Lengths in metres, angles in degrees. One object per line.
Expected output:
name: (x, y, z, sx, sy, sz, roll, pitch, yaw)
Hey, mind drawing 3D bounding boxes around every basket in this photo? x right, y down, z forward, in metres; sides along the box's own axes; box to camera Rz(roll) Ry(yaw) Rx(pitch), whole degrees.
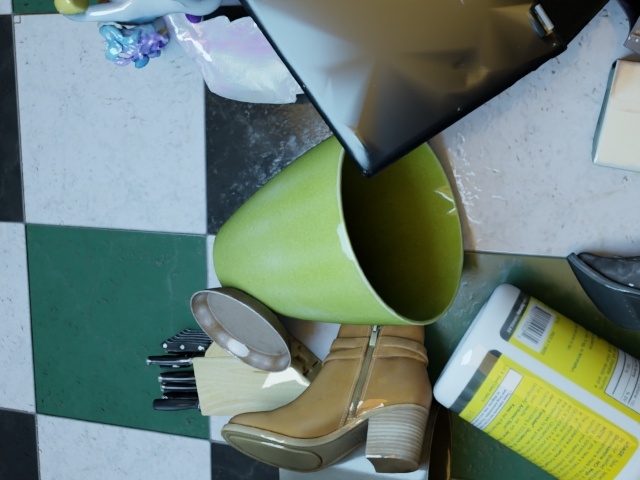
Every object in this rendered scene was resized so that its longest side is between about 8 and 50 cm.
basket: (0.067, 0.331, 1.114, 0.227, 0.154, 0.204, 1, 91, 22)

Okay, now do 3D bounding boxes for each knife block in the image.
knife block: (-0.136, 0.234, 1.195, 0.276, 0.088, 0.242, 40, 109, 8)

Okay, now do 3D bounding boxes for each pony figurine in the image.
pony figurine: (-0.177, -0.340, 1.011, 0.351, 0.363, 0.302, -5, 90, 3)

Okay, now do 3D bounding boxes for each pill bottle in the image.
pill bottle: (0.333, 0.215, 0.983, 0.334, 0.188, 0.188, 32, 107, 11)

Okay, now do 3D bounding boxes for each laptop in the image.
laptop: (0.122, -0.359, 0.881, 0.408, 0.236, 0.382, -33, 101, 18)

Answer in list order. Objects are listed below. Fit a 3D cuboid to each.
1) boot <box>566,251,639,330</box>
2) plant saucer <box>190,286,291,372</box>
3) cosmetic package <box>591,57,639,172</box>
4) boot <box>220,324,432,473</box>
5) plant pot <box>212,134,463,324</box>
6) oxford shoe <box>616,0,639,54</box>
boot: (0.466, 0.019, 0.940, 0.229, 0.263, 0.091, -41, 121, -7)
plant saucer: (-0.107, 0.121, 1.064, 0.168, 0.029, 0.168, 24, 144, 19)
cosmetic package: (0.487, -0.130, 0.894, 0.296, 0.153, 0.129, 13, 104, 15)
boot: (0.014, 0.202, 1.057, 0.283, 0.220, 0.109, -4, 142, 17)
plant pot: (0.000, 0.000, 1.040, 0.293, 0.275, 0.274, -15, 94, 38)
oxford shoe: (0.392, -0.325, 0.864, 0.098, 0.097, 0.271, 8, 63, 4)
